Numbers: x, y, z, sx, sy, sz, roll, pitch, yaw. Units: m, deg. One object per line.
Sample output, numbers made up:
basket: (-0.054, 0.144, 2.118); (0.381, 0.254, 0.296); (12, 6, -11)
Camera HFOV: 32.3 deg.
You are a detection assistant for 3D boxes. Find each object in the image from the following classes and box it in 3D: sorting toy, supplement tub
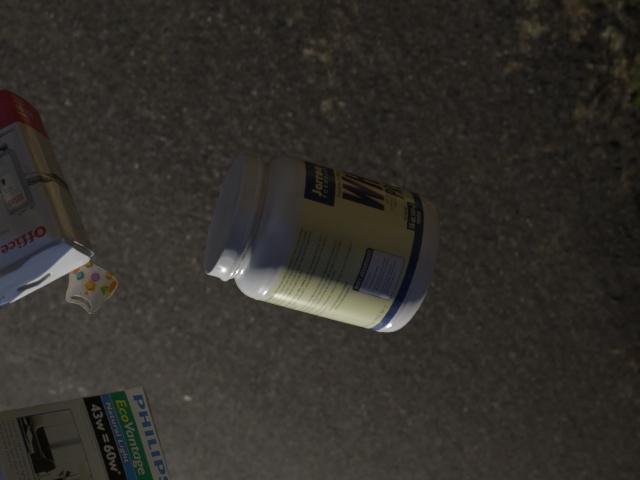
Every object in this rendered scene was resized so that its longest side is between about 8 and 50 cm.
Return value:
sorting toy: (-0.391, 0.081, 1.864); (0.083, 0.075, 0.045); (29, 155, -12)
supplement tub: (0.000, 0.000, 1.754); (0.325, 0.235, 0.235); (16, 154, -15)

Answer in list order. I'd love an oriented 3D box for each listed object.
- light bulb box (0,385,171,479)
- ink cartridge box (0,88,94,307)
light bulb box: (-0.469, 0.390, 1.661); (0.358, 0.225, 0.361); (-23, 169, 25)
ink cartridge box: (-0.510, -0.062, 1.746); (0.207, 0.283, 0.117); (-28, 161, 6)
